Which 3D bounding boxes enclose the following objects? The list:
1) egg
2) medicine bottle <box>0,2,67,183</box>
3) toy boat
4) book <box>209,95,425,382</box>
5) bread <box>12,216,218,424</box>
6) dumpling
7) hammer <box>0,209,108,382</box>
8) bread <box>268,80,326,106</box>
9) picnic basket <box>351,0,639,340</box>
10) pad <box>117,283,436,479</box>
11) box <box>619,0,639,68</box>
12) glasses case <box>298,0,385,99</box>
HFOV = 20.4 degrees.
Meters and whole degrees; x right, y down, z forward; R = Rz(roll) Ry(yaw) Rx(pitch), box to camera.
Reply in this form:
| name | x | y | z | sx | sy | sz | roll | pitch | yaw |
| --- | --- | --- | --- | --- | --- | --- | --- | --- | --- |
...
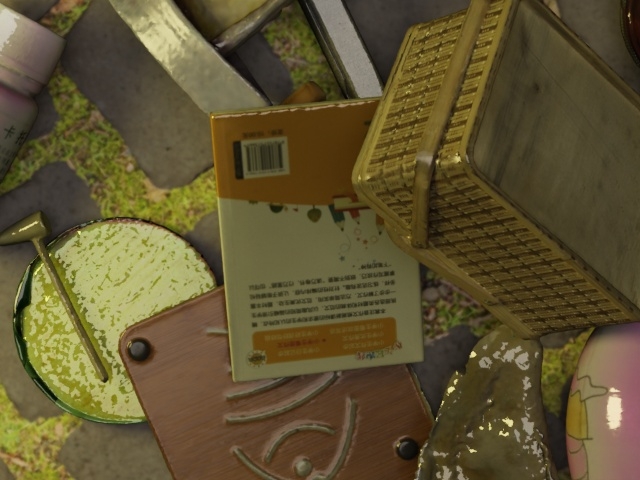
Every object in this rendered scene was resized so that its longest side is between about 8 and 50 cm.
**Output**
| name | x | y | z | sx | sy | sz | roll | pitch | yaw |
| --- | --- | --- | --- | --- | --- | --- | --- | --- | --- |
| egg | 0.346 | 0.204 | 1.846 | 0.196 | 0.196 | 0.271 | -21 | 91 | -1 |
| medicine bottle | -0.378 | -0.129 | 1.848 | 0.152 | 0.152 | 0.254 | 31 | 91 | -1 |
| toy boat | -0.099 | -0.288 | 1.848 | 0.276 | 0.111 | 0.293 | 36 | 97 | 23 |
| book | 0.000 | 0.000 | 1.841 | 0.207 | 0.020 | 0.295 | -6 | 109 | -6 |
| bread | -0.217 | 0.087 | 1.914 | 0.228 | 0.033 | 0.229 | 0 | 89 | 0 |
| dumpling | 0.185 | 0.255 | 1.898 | 0.166 | 0.086 | 0.332 | -10 | 92 | 12 |
| hammer | -0.280 | 0.068 | 1.885 | 0.060 | 0.028 | 0.195 | -26 | 89 | 6 |
| bread | -0.010 | -0.087 | 1.877 | 0.177 | 0.084 | 0.119 | 46 | 115 | -4 |
| picnic basket | 0.196 | -0.072 | 1.765 | 0.313 | 0.175 | 0.228 | 38 | 58 | -31 |
| pad | -0.038 | 0.172 | 1.905 | 0.286 | 0.018 | 0.284 | -23 | 97 | -4 |
| box | 0.513 | -0.284 | 1.880 | 0.404 | 0.108 | 0.263 | -42 | 91 | 0 |
| glasses case | 0.024 | -0.207 | 1.894 | 0.047 | 0.071 | 0.205 | -25 | 92 | 3 |
